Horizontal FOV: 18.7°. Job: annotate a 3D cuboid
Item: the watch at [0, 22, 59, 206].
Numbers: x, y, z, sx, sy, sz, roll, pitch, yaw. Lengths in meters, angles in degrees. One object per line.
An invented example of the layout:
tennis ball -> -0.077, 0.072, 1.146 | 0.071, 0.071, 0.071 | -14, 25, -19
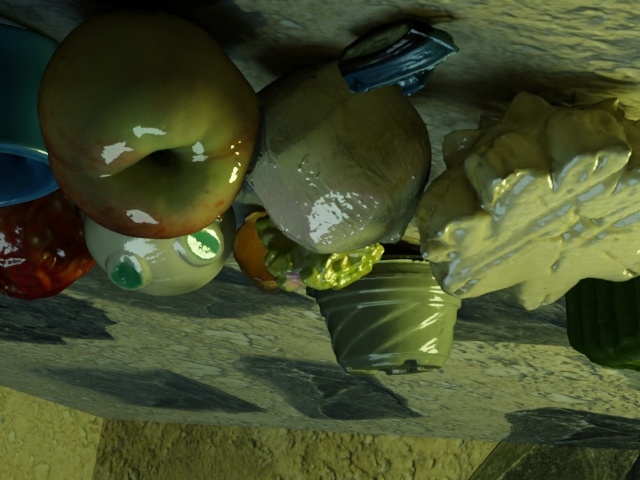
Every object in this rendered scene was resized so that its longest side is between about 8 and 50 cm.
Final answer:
watch -> -0.391, -0.105, 1.973 | 0.275, 0.241, 0.305 | -3, 168, -7

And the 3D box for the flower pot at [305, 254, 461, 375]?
flower pot -> 0.092, 0.103, 2.550 | 0.236, 0.140, 0.235 | -1, 171, 0

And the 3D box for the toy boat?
toy boat -> 0.072, -0.160, 1.725 | 0.061, 0.060, 0.137 | 37, 150, -22

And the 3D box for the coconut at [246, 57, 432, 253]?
coconut -> 0.018, -0.075, 1.867 | 0.194, 0.194, 0.194 | 9, 167, 2

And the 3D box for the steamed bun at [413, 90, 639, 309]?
steamed bun -> 0.226, -0.048, 1.888 | 0.295, 0.137, 0.292 | -12, 148, -5

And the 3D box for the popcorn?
popcorn -> 0.000, 0.000, 2.311 | 0.145, 0.126, 0.126 | -24, 171, 15

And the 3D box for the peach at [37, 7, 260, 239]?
peach -> -0.161, -0.119, 1.801 | 0.233, 0.232, 0.232 | 9, 167, 2

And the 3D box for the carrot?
carrot -> -0.063, 0.032, 2.544 | 0.102, 0.101, 0.263 | 9, 168, 3

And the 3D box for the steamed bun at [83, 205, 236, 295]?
steamed bun -> -0.187, -0.004, 2.311 | 0.177, 0.130, 0.228 | -20, 164, 2

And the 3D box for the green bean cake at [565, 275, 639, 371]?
green bean cake -> 0.412, 0.061, 2.109 | 0.250, 0.156, 0.247 | -2, 171, -18

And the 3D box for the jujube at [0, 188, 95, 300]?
jujube -> -0.360, -0.020, 2.369 | 0.174, 0.174, 0.250 | 8, 161, 8
